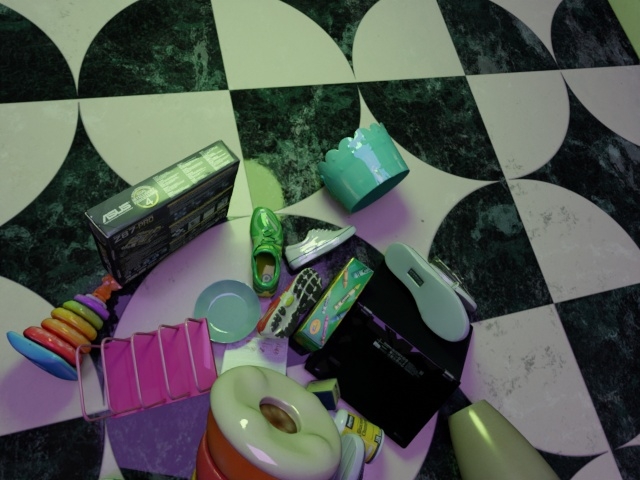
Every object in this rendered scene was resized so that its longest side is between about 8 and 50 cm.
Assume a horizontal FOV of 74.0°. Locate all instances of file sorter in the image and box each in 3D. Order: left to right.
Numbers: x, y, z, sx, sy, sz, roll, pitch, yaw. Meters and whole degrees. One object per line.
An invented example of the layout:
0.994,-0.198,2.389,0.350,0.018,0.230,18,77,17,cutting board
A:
-0.441,0.327,1.095,0.291,0.182,0.202,-14,75,-4,file sorter

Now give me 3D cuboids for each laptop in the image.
0.233,0.335,1.347,0.382,0.236,0.408,38,94,5,laptop

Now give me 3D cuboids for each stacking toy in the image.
-0.649,0.207,1.154,0.175,0.165,0.301,21,55,12,stacking toy
-0.202,0.586,1.039,0.351,0.350,0.479,32,99,0,stacking toy

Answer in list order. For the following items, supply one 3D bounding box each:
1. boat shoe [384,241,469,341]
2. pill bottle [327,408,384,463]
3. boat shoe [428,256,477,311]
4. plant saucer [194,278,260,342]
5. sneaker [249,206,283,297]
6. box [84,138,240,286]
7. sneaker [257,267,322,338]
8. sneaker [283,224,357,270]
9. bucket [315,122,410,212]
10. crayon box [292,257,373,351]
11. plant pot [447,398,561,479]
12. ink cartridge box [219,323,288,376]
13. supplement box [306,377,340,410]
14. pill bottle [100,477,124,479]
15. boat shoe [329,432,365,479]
0.359,0.158,1.362,0.157,0.135,0.367,7,37,-48,boat shoe
0.080,0.546,1.206,0.184,0.103,0.103,28,68,-2,pill bottle
0.453,0.145,1.441,0.070,0.078,0.219,-42,82,-20,boat shoe
-0.277,0.213,1.273,0.195,0.037,0.194,4,66,-8,plant saucer
-0.163,0.026,1.323,0.110,0.123,0.295,-2,71,-13,sneaker
-0.413,-0.070,1.167,0.097,0.318,0.395,47,60,6,box
-0.099,0.184,1.295,0.279,0.118,0.107,-47,113,-41,sneaker
0.000,0.000,1.383,0.258,0.094,0.091,-28,84,-19,sneaker
0.145,-0.231,1.407,0.281,0.281,0.183,-30,81,-20,bucket
0.035,0.197,1.284,0.081,0.165,0.278,37,68,2,crayon box
0.491,0.615,1.217,0.257,0.256,0.274,-18,60,-17,plant pot
-0.193,0.372,1.247,0.189,0.066,0.232,9,49,-9,ink cartridge box
0.007,0.441,1.216,0.083,0.083,0.056,-11,96,15,supplement box
-0.473,0.663,1.022,0.264,0.146,0.146,14,69,-7,pill bottle
0.063,0.669,1.131,0.119,0.121,0.335,16,97,-25,boat shoe
